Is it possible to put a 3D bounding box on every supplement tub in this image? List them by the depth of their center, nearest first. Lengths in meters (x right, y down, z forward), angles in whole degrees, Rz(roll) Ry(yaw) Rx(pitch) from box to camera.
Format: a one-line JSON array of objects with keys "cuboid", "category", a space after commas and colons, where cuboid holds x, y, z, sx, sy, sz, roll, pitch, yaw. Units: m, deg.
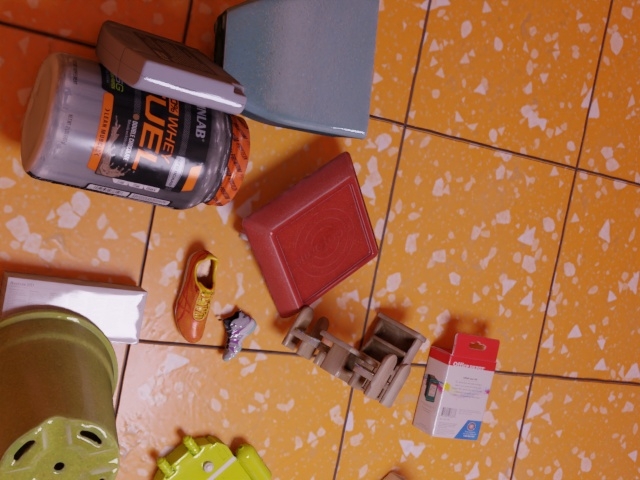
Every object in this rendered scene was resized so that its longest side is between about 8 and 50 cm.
[{"cuboid": [-0.301, -0.168, 1.434, 0.338, 0.207, 0.207, 12, 93, -30], "category": "supplement tub"}]

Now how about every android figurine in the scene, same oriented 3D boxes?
[{"cuboid": [-0.216, 0.493, 1.679, 0.248, 0.056, 0.273, -37, 115, -19], "category": "android figurine"}]

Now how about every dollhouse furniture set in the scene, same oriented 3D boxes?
[{"cuboid": [0.090, 0.209, 1.712, 0.161, 0.212, 0.242, -59, 148, -6], "category": "dollhouse furniture set"}]

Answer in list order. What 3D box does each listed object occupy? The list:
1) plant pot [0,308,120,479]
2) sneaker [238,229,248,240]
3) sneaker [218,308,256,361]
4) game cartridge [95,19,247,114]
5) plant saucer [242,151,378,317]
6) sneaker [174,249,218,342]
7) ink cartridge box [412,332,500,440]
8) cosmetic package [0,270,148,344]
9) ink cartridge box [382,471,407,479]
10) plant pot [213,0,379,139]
[{"cuboid": [-0.432, 0.290, 1.375, 0.276, 0.254, 0.276, -11, 119, -21], "category": "plant pot"}, {"cuboid": [-0.094, -0.028, 1.660, 0.134, 0.051, 0.070, 4, 99, -36], "category": "sneaker"}, {"cuboid": [-0.174, 0.176, 1.660, 0.069, 0.038, 0.098, 43, 68, -26], "category": "sneaker"}, {"cuboid": [-0.254, -0.282, 1.394, 0.198, 0.297, 0.062, 8, 110, -28], "category": "game cartridge"}, {"cuboid": [0.000, 0.000, 1.678, 0.258, 0.047, 0.259, -35, 130, -20], "category": "plant saucer"}, {"cuboid": [-0.227, 0.105, 1.600, 0.064, 0.067, 0.175, 3, 98, -31], "category": "sneaker"}, {"cuboid": [0.301, 0.315, 1.918, 0.134, 0.078, 0.231, 13, 92, -30], "category": "ink cartridge box"}, {"cuboid": [-0.427, 0.116, 1.495, 0.239, 0.060, 0.099, 9, 98, -29], "category": "cosmetic package"}, {"cuboid": [0.172, 0.676, 1.884, 0.201, 0.117, 0.278, -39, 114, -18], "category": "ink cartridge box"}, {"cuboid": [-0.059, -0.313, 1.531, 0.252, 0.247, 0.248, 3, 97, -15], "category": "plant pot"}]
